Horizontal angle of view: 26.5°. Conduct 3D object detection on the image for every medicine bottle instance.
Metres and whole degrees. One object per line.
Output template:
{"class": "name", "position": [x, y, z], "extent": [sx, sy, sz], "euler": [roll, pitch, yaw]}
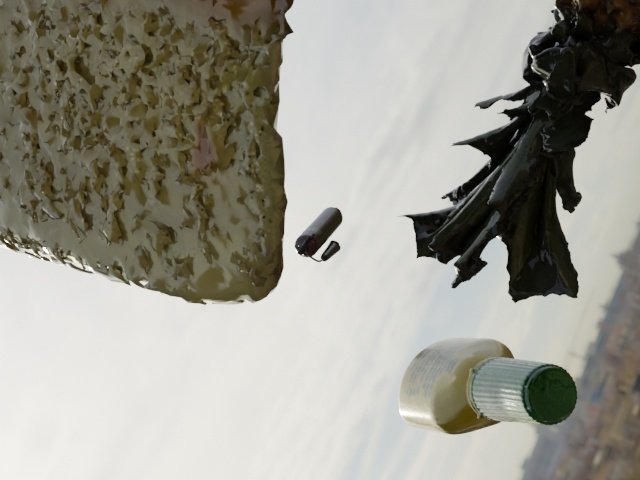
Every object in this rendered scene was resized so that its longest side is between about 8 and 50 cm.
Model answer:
{"class": "medicine bottle", "position": [0.137, 0.123, 1.136], "extent": [0.095, 0.064, 0.260], "euler": [-50, 9, -13]}

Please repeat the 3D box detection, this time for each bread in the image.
{"class": "bread", "position": [-0.080, -0.103, 0.880], "extent": [0.279, 0.315, 0.248], "euler": [-17, -63, -56]}

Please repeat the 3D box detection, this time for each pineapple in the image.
{"class": "pineapple", "position": [0.154, -0.096, 0.796], "extent": [0.119, 0.130, 0.277], "euler": [2, -59, -47]}

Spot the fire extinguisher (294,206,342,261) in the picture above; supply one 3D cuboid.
{"class": "fire extinguisher", "position": [0.000, 0.000, 1.650], "extent": [0.173, 0.035, 0.049], "euler": [-47, -57, -69]}
